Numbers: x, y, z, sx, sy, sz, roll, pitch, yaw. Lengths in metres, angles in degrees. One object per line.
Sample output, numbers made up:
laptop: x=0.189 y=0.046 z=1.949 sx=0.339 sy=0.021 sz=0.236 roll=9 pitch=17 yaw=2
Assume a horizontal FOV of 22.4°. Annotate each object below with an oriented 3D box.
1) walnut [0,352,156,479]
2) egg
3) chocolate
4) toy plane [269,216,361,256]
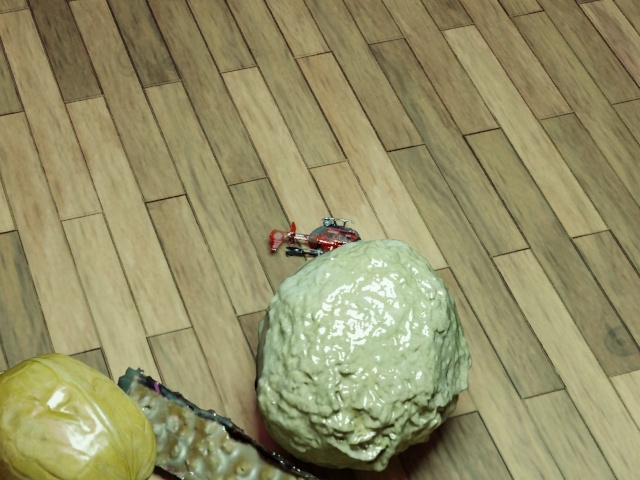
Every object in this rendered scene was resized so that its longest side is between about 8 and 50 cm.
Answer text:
walnut: x=-0.306 y=0.239 z=1.930 sx=0.226 sy=0.193 sz=0.193 roll=31 pitch=52 yaw=18
egg: x=0.048 y=0.139 z=1.989 sx=0.279 sy=0.279 sz=0.310 roll=13 pitch=59 yaw=10
chocolate: x=-0.125 y=0.268 z=1.985 sx=0.329 sy=0.065 sz=0.102 roll=27 pitch=86 yaw=24
toy plane: x=0.000 y=0.000 z=2.276 sx=0.145 sy=0.037 sz=0.060 roll=7 pitch=56 yaw=-2
